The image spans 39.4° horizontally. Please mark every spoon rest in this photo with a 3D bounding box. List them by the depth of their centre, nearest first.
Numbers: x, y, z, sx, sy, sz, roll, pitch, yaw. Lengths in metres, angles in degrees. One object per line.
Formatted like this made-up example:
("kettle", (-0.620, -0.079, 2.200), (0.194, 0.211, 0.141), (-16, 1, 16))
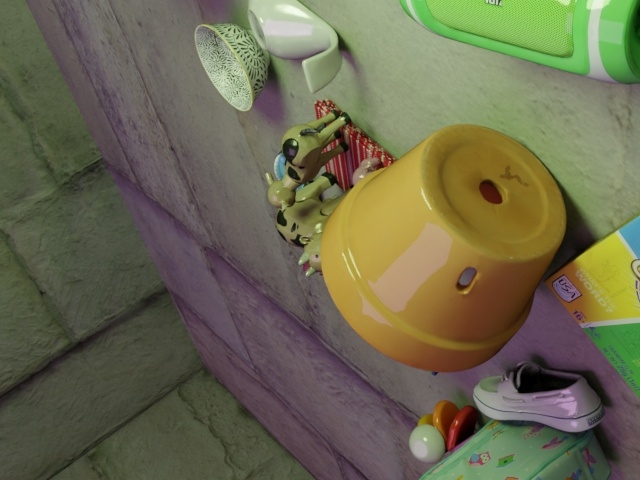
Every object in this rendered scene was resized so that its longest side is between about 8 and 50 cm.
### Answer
("spoon rest", (-0.039, -0.318, 1.383), (0.276, 0.084, 0.137), (54, 164, 47))

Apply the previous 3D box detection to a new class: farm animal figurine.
("farm animal figurine", (0.005, -0.034, 1.482), (0.330, 0.172, 0.326), (59, 164, -12))

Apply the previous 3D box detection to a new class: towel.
("towel", (0.091, -0.098, 1.478), (0.275, 0.031, 0.199), (45, 160, 32))

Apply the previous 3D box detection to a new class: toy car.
("toy car", (0.274, 0.385, 1.705), (0.182, 0.159, 0.136), (48, 123, 20))

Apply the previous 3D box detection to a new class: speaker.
("speaker", (0.206, -0.237, 0.853), (0.296, 0.131, 0.131), (32, 150, 48))

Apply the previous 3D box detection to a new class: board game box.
("board game box", (0.406, 0.076, 0.980), (0.242, 0.064, 0.316), (52, 160, 9))

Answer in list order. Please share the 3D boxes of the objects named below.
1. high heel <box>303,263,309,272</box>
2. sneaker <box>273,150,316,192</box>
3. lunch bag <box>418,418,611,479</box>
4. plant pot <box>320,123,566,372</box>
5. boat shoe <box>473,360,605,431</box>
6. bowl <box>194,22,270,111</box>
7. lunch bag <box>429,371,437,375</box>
("high heel", (0.000, 0.000, 1.808), (0.244, 0.082, 0.117), (120, 140, -81))
("sneaker", (-0.035, -0.117, 1.719), (0.073, 0.063, 0.162), (14, 143, 36))
("lunch bag", (0.290, 0.376, 1.408), (0.108, 0.279, 0.224), (64, 161, -14))
("plant pot", (0.168, -0.008, 1.122), (0.291, 0.290, 0.203), (50, 144, 13))
("boat shoe", (0.328, 0.228, 1.389), (0.258, 0.095, 0.084), (-6, 114, 56))
("bowl", (-0.142, -0.322, 1.578), (0.170, 0.080, 0.170), (46, 159, 23))
("lunch bag", (0.185, 0.137, 1.556), (0.129, 0.096, 0.151), (38, 140, 46))
